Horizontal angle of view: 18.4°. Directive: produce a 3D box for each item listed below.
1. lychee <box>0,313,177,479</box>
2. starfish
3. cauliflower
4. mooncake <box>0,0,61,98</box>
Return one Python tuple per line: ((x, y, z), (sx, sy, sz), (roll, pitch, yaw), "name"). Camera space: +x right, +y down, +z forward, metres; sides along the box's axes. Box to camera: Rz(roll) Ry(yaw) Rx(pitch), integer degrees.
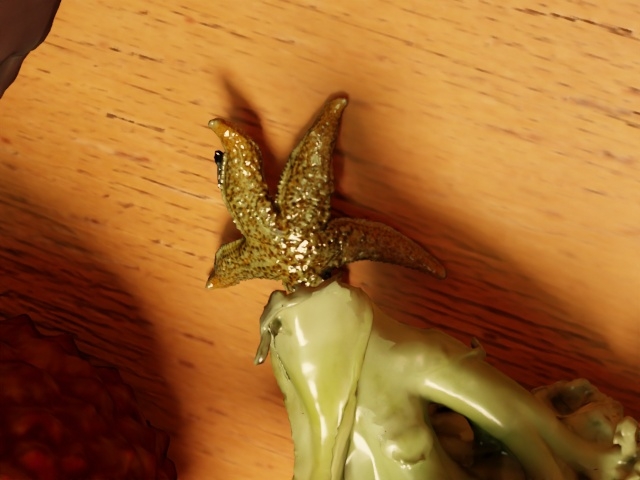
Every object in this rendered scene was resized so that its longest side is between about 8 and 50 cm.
((-0.290, 0.238, 1.379), (0.425, 0.424, 0.500), (11, 160, 20), "lychee")
((0.000, 0.000, 1.330), (0.176, 0.053, 0.208), (8, 131, 10), "starfish")
((0.062, 0.155, 1.287), (0.327, 0.260, 0.281), (-13, 87, 5), "cauliflower")
((-0.353, -0.227, 1.254), (0.381, 0.212, 0.350), (27, 123, 5), "mooncake")
